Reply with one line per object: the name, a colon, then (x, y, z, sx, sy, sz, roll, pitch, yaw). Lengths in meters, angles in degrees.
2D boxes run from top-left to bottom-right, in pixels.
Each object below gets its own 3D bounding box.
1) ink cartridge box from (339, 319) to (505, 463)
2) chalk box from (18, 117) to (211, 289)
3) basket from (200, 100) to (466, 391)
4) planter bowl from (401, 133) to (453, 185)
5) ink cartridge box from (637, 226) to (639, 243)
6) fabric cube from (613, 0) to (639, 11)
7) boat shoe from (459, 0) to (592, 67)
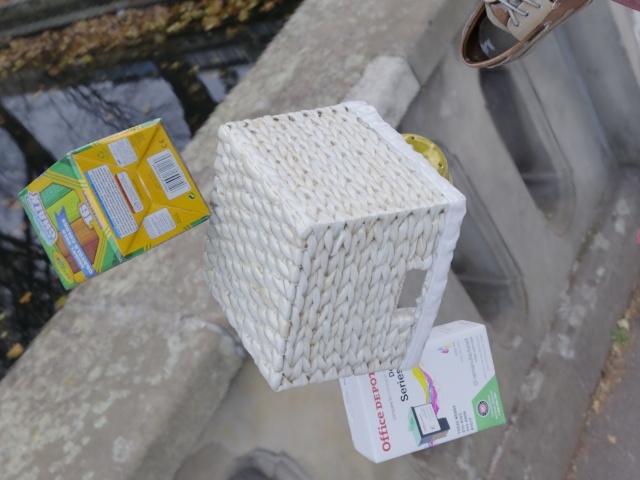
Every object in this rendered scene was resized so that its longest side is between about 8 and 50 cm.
ink cartridge box: (0.192, 0.288, 1.702, 0.278, 0.201, 0.117, -14, 4, -16)
chalk box: (-0.346, -0.046, 1.408, 0.179, 0.180, 0.289, -30, 4, -40)
basket: (0.000, 0.000, 1.354, 0.267, 0.328, 0.331, -8, 38, -27)
planter bowl: (0.161, -0.125, 1.585, 0.090, 0.217, 0.217, 119, 174, -51)
ink cartridge box: (0.726, -0.102, 1.712, 0.172, 0.237, 0.100, 12, 27, 24)
fabric cube: (0.538, -0.504, 1.397, 0.259, 0.258, 0.254, 40, 113, 40)
boat shoe: (0.299, -0.343, 1.276, 0.116, 0.123, 0.324, -32, -12, -23)
